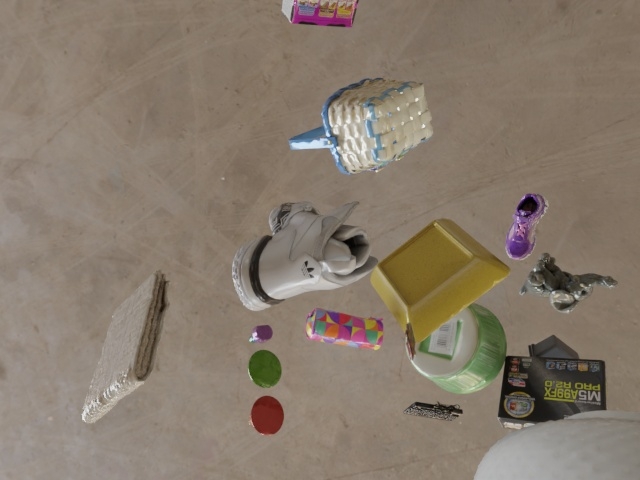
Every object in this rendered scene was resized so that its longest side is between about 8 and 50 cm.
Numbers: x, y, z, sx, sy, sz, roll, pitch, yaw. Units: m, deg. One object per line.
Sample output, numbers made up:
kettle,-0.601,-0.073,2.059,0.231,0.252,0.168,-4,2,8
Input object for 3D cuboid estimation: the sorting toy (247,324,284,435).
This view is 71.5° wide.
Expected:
sorting toy,-0.214,0.476,1.518,0.126,0.126,0.366,-39,48,43

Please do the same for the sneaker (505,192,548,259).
sneaker,0.666,-0.055,1.457,0.095,0.104,0.237,19,88,35

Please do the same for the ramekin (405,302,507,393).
ramekin,0.424,0.326,1.440,0.303,0.148,0.304,-27,49,35

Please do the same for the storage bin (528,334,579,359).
storage bin,0.752,0.366,1.422,0.135,0.098,0.091,38,122,-3

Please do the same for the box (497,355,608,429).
box,0.663,0.440,1.271,0.269,0.216,0.060,-7,128,37

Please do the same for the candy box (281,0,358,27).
candy box,0.016,-0.587,0.942,0.071,0.159,0.234,62,149,36

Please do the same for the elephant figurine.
elephant figurine,0.840,0.162,1.527,0.239,0.186,0.170,30,90,23

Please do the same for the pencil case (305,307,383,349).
pencil case,0.074,0.263,1.329,0.236,0.104,0.105,12,106,-17

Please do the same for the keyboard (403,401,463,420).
keyboard,0.368,0.554,1.419,0.191,0.038,0.100,15,128,-20

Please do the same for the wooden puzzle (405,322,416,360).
wooden puzzle,0.166,0.186,0.823,0.006,0.049,0.083,-7,117,21

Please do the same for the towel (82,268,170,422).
towel,-0.381,0.202,0.893,0.049,0.282,0.187,35,118,-30

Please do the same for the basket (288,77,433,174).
basket,0.093,-0.268,1.056,0.288,0.254,0.201,19,132,49

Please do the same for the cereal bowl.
cereal bowl,0.328,0.272,0.448,0.338,0.141,0.339,14,144,10

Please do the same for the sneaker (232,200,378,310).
sneaker,0.000,0.000,0.824,0.210,0.366,0.138,-13,107,20

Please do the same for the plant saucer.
plant saucer,0.316,0.084,1.306,0.332,0.333,0.081,-39,123,5
